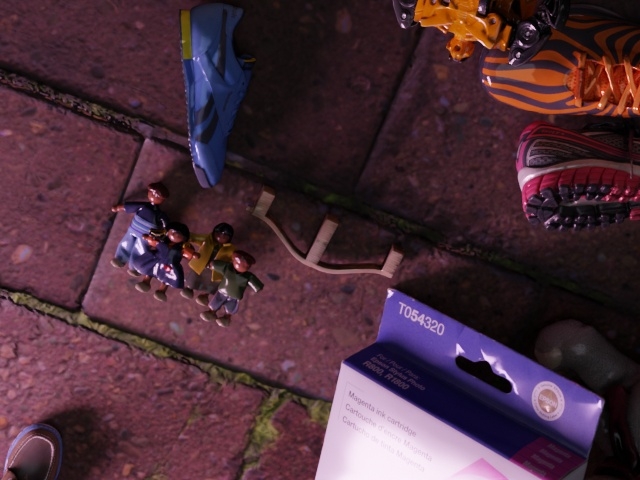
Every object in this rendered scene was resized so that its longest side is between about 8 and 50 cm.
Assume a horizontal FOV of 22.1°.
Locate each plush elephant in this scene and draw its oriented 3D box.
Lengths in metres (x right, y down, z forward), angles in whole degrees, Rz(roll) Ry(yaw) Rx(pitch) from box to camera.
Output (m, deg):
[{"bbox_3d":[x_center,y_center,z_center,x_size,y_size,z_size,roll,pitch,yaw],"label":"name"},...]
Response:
[{"bbox_3d":[0.372,0.270,1.865,0.330,0.272,0.255,49,59,-32],"label":"plush elephant"}]

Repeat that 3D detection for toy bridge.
[{"bbox_3d":[0.000,0.000,1.891,0.188,0.026,0.063,24,109,-10],"label":"toy bridge"}]

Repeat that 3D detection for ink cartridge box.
[{"bbox_3d":[0.139,0.265,1.860,0.071,0.324,0.330,-9,117,-45],"label":"ink cartridge box"}]

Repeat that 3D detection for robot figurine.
[{"bbox_3d":[0.188,-0.328,1.720,0.211,0.085,0.291,23,112,22],"label":"robot figurine"}]

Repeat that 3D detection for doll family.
[{"bbox_3d":[-0.154,0.011,1.868,0.193,0.076,0.111,22,113,-6],"label":"doll family"}]

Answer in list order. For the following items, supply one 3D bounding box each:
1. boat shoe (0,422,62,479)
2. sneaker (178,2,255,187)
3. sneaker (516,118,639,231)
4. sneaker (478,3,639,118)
[{"bbox_3d":[-0.360,0.308,1.977,0.066,0.066,0.183,20,109,-9],"label":"boat shoe"},{"bbox_3d":[-0.110,-0.158,1.808,0.082,0.069,0.209,-4,110,-4],"label":"sneaker"},{"bbox_3d":[0.366,-0.084,1.829,0.299,0.112,0.121,2,147,-14],"label":"sneaker"},{"bbox_3d":[0.335,-0.175,1.751,0.321,0.180,0.124,-2,110,-1],"label":"sneaker"}]
